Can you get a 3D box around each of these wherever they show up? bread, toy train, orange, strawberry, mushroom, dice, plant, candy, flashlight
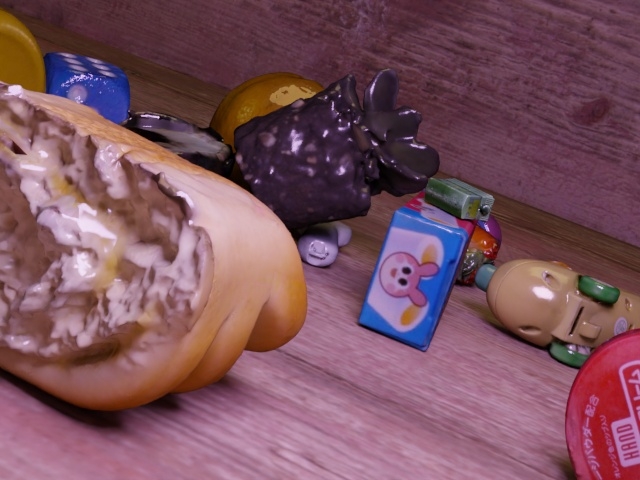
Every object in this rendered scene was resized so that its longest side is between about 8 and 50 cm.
[{"bbox_3d":[-0.178,0.015,0.823,0.316,0.211,0.270,32,7,19],"label":"bread"},{"bbox_3d":[0.181,-0.054,1.310,0.056,0.038,0.093,2,20,-37],"label":"toy train"},{"bbox_3d":[-0.052,-0.158,1.678,0.279,0.235,0.279,33,11,-7],"label":"orange"},{"bbox_3d":[0.223,0.018,1.691,0.192,0.085,0.140,21,31,33],"label":"strawberry"},{"bbox_3d":[-0.246,-0.100,1.419,0.248,0.129,0.344,6,13,-12],"label":"mushroom"},{"bbox_3d":[-0.413,-0.233,1.688,0.147,0.146,0.143,7,19,-32],"label":"dice"},{"bbox_3d":[0.022,-0.120,1.404,0.276,0.198,0.188,-18,14,-3],"label":"plant"},{"bbox_3d":[0.140,0.028,1.343,0.100,0.157,0.306,21,12,8],"label":"candy"},{"bbox_3d":[0.000,0.000,1.523,0.093,0.047,0.200,18,14,-1],"label":"flashlight"}]

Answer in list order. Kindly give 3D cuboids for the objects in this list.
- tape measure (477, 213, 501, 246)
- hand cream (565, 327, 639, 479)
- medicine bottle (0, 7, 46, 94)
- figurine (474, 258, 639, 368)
[{"bbox_3d":[0.260,-0.005,1.785,0.125,0.118,0.074,29,16,24],"label":"tape measure"},{"bbox_3d":[0.336,0.175,0.914,0.125,0.193,0.193,10,15,-37],"label":"hand cream"},{"bbox_3d":[-0.569,-0.249,1.317,0.385,0.224,0.224,25,13,28],"label":"medicine bottle"},{"bbox_3d":[0.377,0.102,1.495,0.325,0.124,0.222,14,9,-38],"label":"figurine"}]
